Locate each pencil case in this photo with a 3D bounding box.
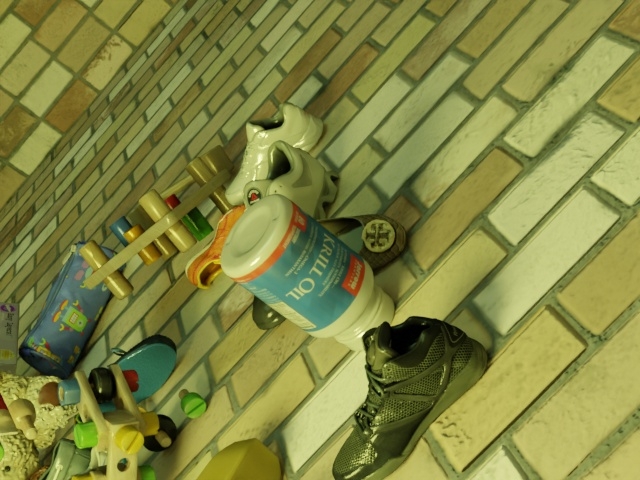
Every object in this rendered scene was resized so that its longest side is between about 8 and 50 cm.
[{"bbox_3d":[-0.528,0.139,1.927,0.119,0.133,0.306,-8,51,43],"label":"pencil case"}]

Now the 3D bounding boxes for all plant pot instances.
[{"bbox_3d":[-0.099,0.302,1.165,0.081,0.081,0.083,-22,29,43],"label":"plant pot"}]

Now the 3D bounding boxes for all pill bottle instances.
[{"bbox_3d":[-0.009,0.049,1.170,0.124,0.221,0.124,-36,32,28],"label":"pill bottle"}]

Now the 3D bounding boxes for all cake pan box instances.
[{"bbox_3d":[-0.683,0.302,1.912,0.245,0.070,0.266,-119,40,-62],"label":"cake pan box"}]

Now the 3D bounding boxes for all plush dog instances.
[{"bbox_3d":[-0.576,0.359,1.662,0.210,0.262,0.225,93,-171,-69],"label":"plush dog"}]

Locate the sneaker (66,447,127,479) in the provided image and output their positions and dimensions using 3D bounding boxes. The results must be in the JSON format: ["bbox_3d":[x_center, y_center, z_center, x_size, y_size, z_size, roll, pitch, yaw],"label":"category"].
[{"bbox_3d":[-0.377,0.414,1.438,0.071,0.083,0.190,-9,51,50],"label":"sneaker"}]

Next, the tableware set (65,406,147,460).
[{"bbox_3d":[-0.336,0.291,1.483,0.154,0.024,0.104,26,41,34],"label":"tableware set"}]

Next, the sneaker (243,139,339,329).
[{"bbox_3d":[-0.078,-0.017,1.434,0.122,0.146,0.330,-25,40,38],"label":"sneaker"}]

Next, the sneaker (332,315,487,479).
[{"bbox_3d":[0.068,0.173,1.014,0.227,0.130,0.087,-49,26,10],"label":"sneaker"}]

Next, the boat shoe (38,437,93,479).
[{"bbox_3d":[-0.492,0.450,1.547,0.319,0.099,0.116,-43,30,15],"label":"boat shoe"}]

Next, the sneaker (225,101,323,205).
[{"bbox_3d":[-0.110,-0.168,1.680,0.232,0.115,0.090,-46,29,10],"label":"sneaker"}]

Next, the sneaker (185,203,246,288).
[{"bbox_3d":[-0.171,0.014,1.639,0.067,0.064,0.175,36,93,41],"label":"sneaker"}]

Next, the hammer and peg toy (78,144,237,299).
[{"bbox_3d":[-0.290,-0.040,1.764,0.266,0.127,0.361,-35,8,29],"label":"hammer and peg toy"}]

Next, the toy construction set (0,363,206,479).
[{"bbox_3d":[-0.317,0.314,1.263,0.257,0.309,0.237,-61,33,0],"label":"toy construction set"}]

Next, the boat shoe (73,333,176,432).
[{"bbox_3d":[-0.349,0.239,1.578,0.258,0.109,0.089,-39,27,18],"label":"boat shoe"}]

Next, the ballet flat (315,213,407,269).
[{"bbox_3d":[0.000,0.000,1.298,0.250,0.058,0.084,0,71,25],"label":"ballet flat"}]
